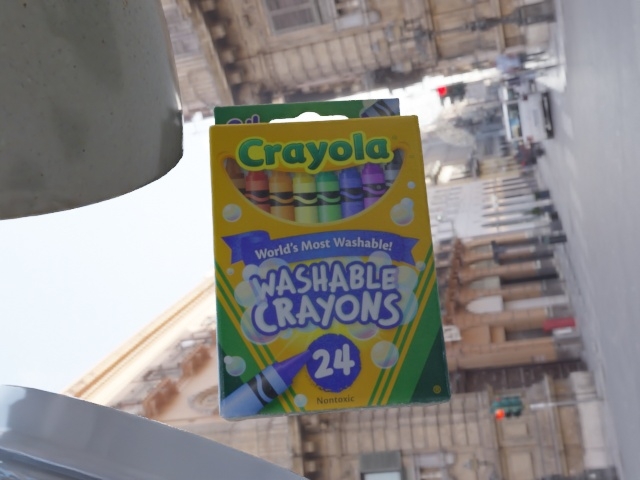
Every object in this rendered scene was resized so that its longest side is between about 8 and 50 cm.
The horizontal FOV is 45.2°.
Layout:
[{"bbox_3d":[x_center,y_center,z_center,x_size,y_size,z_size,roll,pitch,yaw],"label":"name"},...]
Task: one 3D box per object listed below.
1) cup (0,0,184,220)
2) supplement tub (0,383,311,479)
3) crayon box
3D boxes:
[{"bbox_3d":[-0.250,-0.178,0.487,0.331,0.331,0.237,-66,-16,-65],"label":"cup"},{"bbox_3d":[-0.135,0.264,0.385,0.241,0.241,0.331,58,-135,-58],"label":"supplement tub"},{"bbox_3d":[0.000,0.000,0.734,0.083,0.203,0.323,101,164,-75],"label":"crayon box"}]
